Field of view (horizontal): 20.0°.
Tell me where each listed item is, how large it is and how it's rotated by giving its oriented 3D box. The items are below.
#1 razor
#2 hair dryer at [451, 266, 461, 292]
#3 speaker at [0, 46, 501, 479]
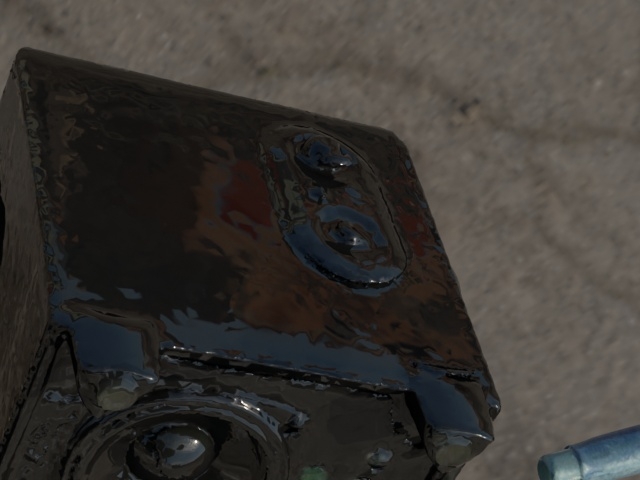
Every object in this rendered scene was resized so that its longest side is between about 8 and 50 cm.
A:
[{"bbox_3d":[0.152,0.082,0.754,0.135,0.040,0.068,-12,109,-21],"label":"razor"},{"bbox_3d":[0.000,0.000,1.208,0.071,0.124,0.219,-36,75,-23],"label":"hair dryer"},{"bbox_3d":[-0.065,0.053,0.923,0.232,0.184,0.254,11,35,-21],"label":"speaker"}]
